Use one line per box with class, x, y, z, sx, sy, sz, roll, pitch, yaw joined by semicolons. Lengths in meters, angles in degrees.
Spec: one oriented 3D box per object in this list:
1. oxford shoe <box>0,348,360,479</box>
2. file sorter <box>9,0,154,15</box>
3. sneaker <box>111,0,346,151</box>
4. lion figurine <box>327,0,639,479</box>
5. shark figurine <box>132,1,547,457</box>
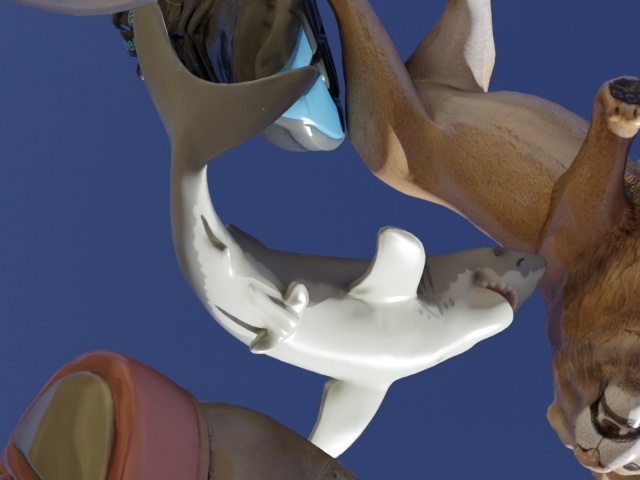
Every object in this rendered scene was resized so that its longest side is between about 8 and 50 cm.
oxford shoe;-0.081;0.246;0.475;0.140;0.147;0.396;12;-99;57
file sorter;-0.075;-0.229;0.405;0.193;0.173;0.277;-19;-104;30
sneaker;-0.069;-0.133;0.958;0.140;0.125;0.341;-15;-158;-4
lion figurine;0.118;-0.043;0.828;0.392;0.142;0.240;49;-35;36
shark figurine;-0.025;0.003;0.662;0.166;0.278;0.116;-48;-135;7
